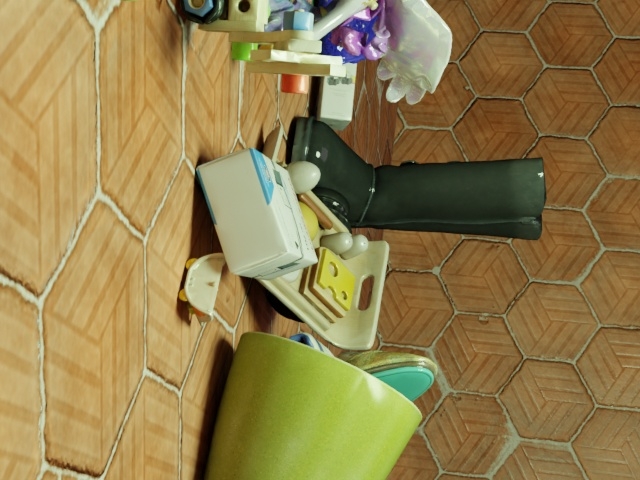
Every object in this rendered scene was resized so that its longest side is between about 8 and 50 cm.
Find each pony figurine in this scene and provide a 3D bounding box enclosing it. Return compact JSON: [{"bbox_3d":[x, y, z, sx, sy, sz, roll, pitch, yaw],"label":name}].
[{"bbox_3d":[0.060,-0.354,1.426,0.363,0.303,0.351,-30,168,-34],"label":"pony figurine"}]

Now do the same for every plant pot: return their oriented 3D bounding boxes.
[{"bbox_3d":[-0.047,0.315,1.418,0.275,0.275,0.293,72,42,-67],"label":"plant pot"}]

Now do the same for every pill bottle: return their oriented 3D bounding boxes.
[{"bbox_3d":[-0.012,0.019,1.769,0.123,0.123,0.219,84,14,-49],"label":"pill bottle"}]

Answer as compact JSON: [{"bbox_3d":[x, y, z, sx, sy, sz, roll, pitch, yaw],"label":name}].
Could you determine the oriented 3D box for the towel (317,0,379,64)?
[{"bbox_3d":[0.069,-0.452,1.728,0.227,0.076,0.308,-41,136,-54],"label":"towel"}]

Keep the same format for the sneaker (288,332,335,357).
[{"bbox_3d":[-0.050,0.299,1.823,0.131,0.112,0.296,57,34,-47],"label":"sneaker"}]

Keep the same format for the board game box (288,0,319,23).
[{"bbox_3d":[-0.016,-0.432,1.758,0.317,0.046,0.213,-47,142,-75],"label":"board game box"}]

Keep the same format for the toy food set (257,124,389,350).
[{"bbox_3d":[0.000,0.000,1.597,0.306,0.092,0.219,45,41,-34],"label":"toy food set"}]

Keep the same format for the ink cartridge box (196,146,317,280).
[{"bbox_3d":[-0.077,-0.028,1.336,0.191,0.082,0.139,18,52,-77],"label":"ink cartridge box"}]

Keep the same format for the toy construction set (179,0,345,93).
[{"bbox_3d":[-0.041,-0.314,1.140,0.151,0.215,0.327,40,55,-78],"label":"toy construction set"}]

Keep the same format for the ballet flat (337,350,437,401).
[{"bbox_3d":[0.027,0.243,1.658,0.123,0.348,0.123,40,28,-26],"label":"ballet flat"}]

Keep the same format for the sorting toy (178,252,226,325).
[{"bbox_3d":[-0.142,0.066,1.270,0.075,0.045,0.083,93,5,-59],"label":"sorting toy"}]

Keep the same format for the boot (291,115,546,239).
[{"bbox_3d":[0.186,-0.108,1.910,0.367,0.445,0.146,65,31,-72],"label":"boot"}]

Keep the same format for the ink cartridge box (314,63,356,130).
[{"bbox_3d":[0.030,-0.307,1.982,0.104,0.062,0.181,148,-51,-81],"label":"ink cartridge box"}]
